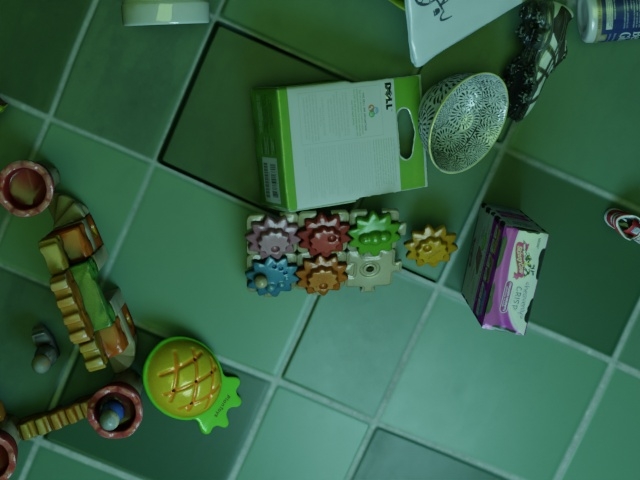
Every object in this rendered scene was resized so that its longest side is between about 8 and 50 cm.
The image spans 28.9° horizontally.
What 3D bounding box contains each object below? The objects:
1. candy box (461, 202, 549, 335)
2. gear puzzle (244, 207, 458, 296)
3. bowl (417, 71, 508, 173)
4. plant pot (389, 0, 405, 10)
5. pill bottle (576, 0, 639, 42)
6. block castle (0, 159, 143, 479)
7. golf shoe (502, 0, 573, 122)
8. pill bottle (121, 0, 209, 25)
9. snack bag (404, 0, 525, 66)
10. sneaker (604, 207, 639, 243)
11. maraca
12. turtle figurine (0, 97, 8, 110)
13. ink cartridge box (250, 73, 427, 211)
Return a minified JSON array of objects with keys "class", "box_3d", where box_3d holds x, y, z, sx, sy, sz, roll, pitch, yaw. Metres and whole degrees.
[{"class":"candy box","box_3d":[0.279,0.039,1.907,0.071,0.233,0.159,11,100,-4]},{"class":"gear puzzle","box_3d":[0.051,0.028,1.951,0.338,0.044,0.175,-2,130,-7]},{"class":"bowl","box_3d":[0.204,-0.196,1.928,0.170,0.080,0.170,-26,133,-31]},{"class":"plant pot","box_3d":[0.100,-0.480,1.805,0.228,0.227,0.207,-50,139,6]},{"class":"pill bottle","box_3d":[0.487,-0.358,1.916,0.169,0.094,0.094,-5,100,0]},{"class":"block castle","box_3d":[-0.469,0.121,1.910,0.303,0.213,0.453,-20,99,2]},{"class":"golf shoe","box_3d":[0.343,-0.276,1.933,0.094,0.077,0.198,-7,126,-32]},{"class":"pill bottle","box_3d":[-0.237,-0.460,1.842,0.162,0.162,0.278,-2,99,-1]},{"class":"snack bag","box_3d":[0.236,-0.436,1.770,0.323,0.037,0.343,-33,140,-22]},{"class":"sneaker","box_3d":[0.515,-0.014,1.989,0.118,0.067,0.042,22,99,-5]},{"class":"maraca","box_3d":[-0.205,0.231,1.996,0.185,0.099,0.127,40,74,-26]},{"class":"turtle figurine","box_3d":[-0.603,-0.246,1.906,0.269,0.087,0.217,-41,106,-4]},{"class":"ink cartridge box","box_3d":[0.033,-0.157,1.943,0.255,0.097,0.189,-10,101,-27]}]
